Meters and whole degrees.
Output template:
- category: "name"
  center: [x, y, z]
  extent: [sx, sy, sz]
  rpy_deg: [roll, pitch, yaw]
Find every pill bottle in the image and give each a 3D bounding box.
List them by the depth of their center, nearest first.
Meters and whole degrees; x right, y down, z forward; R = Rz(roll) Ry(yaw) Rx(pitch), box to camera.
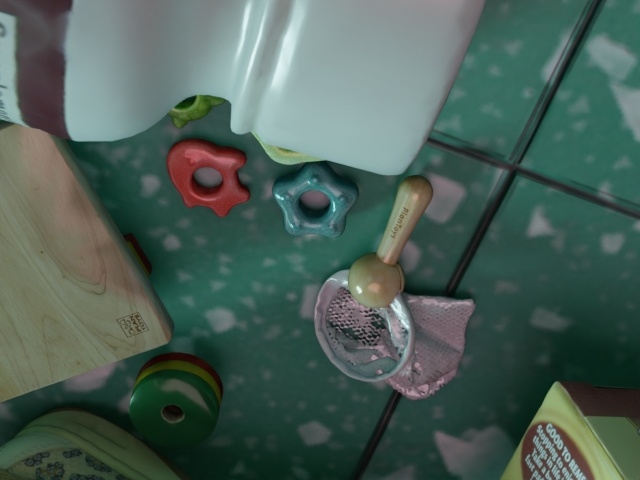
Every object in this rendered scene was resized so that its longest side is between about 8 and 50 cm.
- category: "pill bottle"
  center: [-0.133, -0.162, 0.453]
  extent: [0.392, 0.224, 0.224]
  rpy_deg: [15, 120, -5]

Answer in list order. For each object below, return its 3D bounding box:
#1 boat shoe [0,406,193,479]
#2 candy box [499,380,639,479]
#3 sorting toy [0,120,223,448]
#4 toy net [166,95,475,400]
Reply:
- category: "boat shoe"
  center: [-0.061, 0.186, 0.665]
  extent: [0.285, 0.089, 0.104]
  rpy_deg: [23, 117, 21]
- category: "candy box"
  center: [0.148, 0.221, 0.699]
  extent: [0.183, 0.087, 0.316]
  rpy_deg: [6, 124, -27]
- category: "sorting toy"
  center: [-0.161, 0.000, 0.650]
  extent: [0.132, 0.046, 0.274]
  rpy_deg: [-20, 117, 15]
- category: "toy net"
  center: [0.000, 0.000, 0.639]
  extent: [0.122, 0.045, 0.232]
  rpy_deg: [-16, 117, 13]
